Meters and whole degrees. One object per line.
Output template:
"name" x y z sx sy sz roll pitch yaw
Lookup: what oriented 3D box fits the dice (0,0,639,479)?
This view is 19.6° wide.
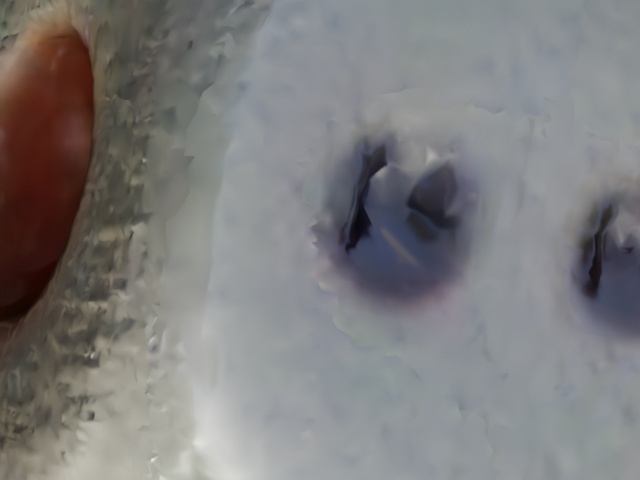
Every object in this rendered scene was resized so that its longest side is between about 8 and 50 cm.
"dice" 0.000 0.000 0.521 0.193 0.192 0.194 0 -103 60
